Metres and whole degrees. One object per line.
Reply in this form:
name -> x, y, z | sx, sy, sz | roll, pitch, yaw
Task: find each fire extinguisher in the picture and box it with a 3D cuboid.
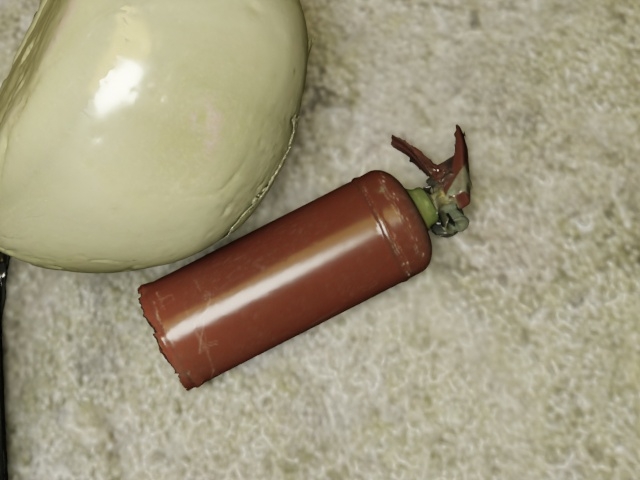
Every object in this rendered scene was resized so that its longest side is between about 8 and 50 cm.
fire extinguisher -> 0.000, 0.000, 1.085 | 0.337, 0.106, 0.147 | -27, 50, -3

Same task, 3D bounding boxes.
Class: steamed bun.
steamed bun -> -0.138, -0.111, 1.008 | 0.233, 0.312, 0.333 | 24, 115, -21

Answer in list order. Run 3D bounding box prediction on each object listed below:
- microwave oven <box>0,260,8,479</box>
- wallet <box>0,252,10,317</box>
microwave oven -> -0.360, 0.109, 1.006 | 0.188, 0.178, 0.247 | -8, 69, -3
wallet -> -0.426, 0.156, 1.112 | 0.247, 0.041, 0.322 | 2, 73, 4
